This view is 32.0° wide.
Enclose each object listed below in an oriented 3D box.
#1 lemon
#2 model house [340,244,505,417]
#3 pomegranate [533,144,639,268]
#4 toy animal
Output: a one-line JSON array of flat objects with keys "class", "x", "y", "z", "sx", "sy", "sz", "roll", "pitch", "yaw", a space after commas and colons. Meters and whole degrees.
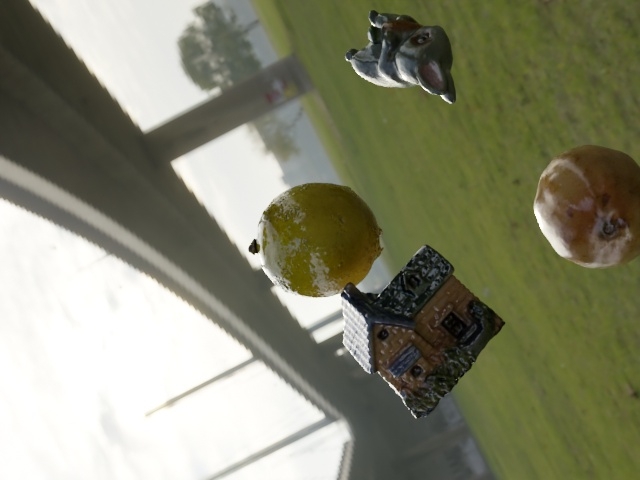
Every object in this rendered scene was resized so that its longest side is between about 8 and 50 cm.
[{"class": "lemon", "x": 0.000, "y": 0.000, "z": 1.661, "sx": 0.173, "sy": 0.206, "sz": 0.174, "roll": -178, "pitch": 90, "yaw": -67}, {"class": "model house", "x": 0.121, "y": 0.107, "z": 1.528, "sx": 0.172, "sy": 0.183, "sz": 0.166, "roll": 45, "pitch": 178, "yaw": -15}, {"class": "pomegranate", "x": 0.449, "y": -0.055, "z": 1.799, "sx": 0.207, "sy": 0.207, "sz": 0.207, "roll": 63, "pitch": -178, "yaw": -3}, {"class": "toy animal", "x": 0.151, "y": -0.281, "z": 1.729, "sx": 0.251, "sy": 0.127, "sz": 0.125, "roll": 36, "pitch": 131, "yaw": 54}]
